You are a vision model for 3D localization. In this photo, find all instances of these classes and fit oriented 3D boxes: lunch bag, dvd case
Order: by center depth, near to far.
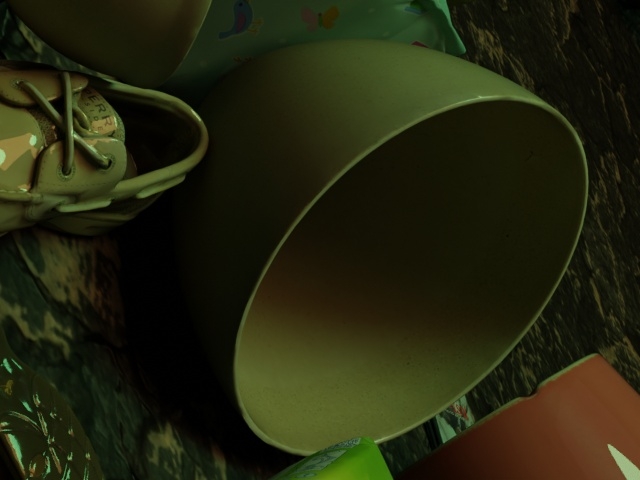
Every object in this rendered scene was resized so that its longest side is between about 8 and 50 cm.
[{"bbox_3d":[-0.037,-0.226,1.455,0.160,0.223,0.262,44,28,-56],"label":"lunch bag"},{"bbox_3d":[0.104,0.138,1.670,0.087,0.013,0.119,32,38,-55],"label":"dvd case"}]

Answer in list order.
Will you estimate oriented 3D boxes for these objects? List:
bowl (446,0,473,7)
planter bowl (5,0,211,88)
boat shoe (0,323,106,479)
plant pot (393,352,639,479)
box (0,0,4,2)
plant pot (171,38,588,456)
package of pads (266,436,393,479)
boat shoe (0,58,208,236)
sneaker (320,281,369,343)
[{"bbox_3d":[0.033,-0.327,1.845,0.289,0.156,0.289,50,25,-33],"label":"bowl"},{"bbox_3d":[-0.132,-0.177,1.135,0.109,0.162,0.162,11,47,-25],"label":"planter bowl"},{"bbox_3d":[-0.168,0.094,0.985,0.178,0.060,0.064,56,29,-14],"label":"boat shoe"},{"bbox_3d":[0.188,0.233,1.439,0.243,0.275,0.275,58,19,9],"label":"plant pot"},{"bbox_3d":[-0.201,-0.246,1.288,0.147,0.077,0.180,59,21,-11],"label":"box"},{"bbox_3d":[0.010,-0.025,1.326,0.191,0.284,0.284,46,7,36],"label":"plant pot"},{"bbox_3d":[0.022,0.282,1.169,0.296,0.101,0.229,65,19,3],"label":"package of pads"},{"bbox_3d":[-0.162,-0.059,1.130,0.302,0.098,0.109,5,61,-67],"label":"boat shoe"},{"bbox_3d":[0.000,0.000,1.508,0.086,0.085,0.237,21,43,-16],"label":"sneaker"}]
